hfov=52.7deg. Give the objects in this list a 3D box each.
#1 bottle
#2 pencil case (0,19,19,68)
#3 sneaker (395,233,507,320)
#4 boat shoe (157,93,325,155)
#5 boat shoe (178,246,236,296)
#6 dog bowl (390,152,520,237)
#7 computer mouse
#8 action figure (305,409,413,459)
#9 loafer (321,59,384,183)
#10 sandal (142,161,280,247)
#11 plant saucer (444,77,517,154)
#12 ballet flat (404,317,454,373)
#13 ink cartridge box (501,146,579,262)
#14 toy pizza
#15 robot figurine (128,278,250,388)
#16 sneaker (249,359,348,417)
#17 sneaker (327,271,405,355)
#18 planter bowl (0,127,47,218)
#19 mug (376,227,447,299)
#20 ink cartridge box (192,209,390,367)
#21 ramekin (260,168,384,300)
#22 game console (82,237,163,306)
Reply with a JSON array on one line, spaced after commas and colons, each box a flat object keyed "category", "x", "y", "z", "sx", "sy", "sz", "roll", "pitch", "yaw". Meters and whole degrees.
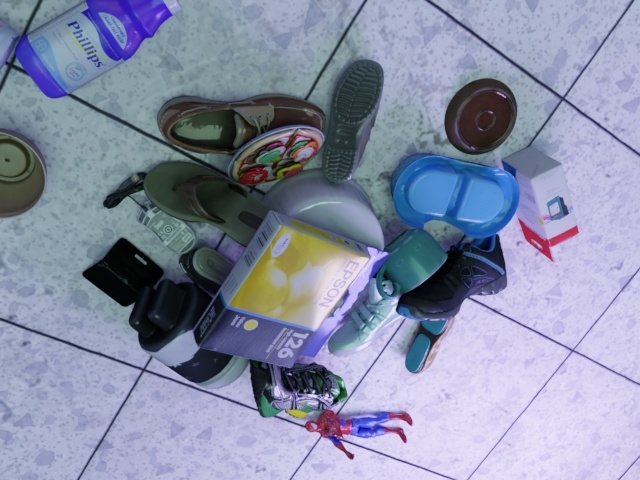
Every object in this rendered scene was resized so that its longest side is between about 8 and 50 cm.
[{"category": "bottle", "x": -0.379, "y": -0.360, "z": 1.122, "sx": 0.283, "sy": 0.092, "sz": 0.118, "roll": -29, "pitch": 122, "yaw": 1}, {"category": "pencil case", "x": -0.635, "y": -0.370, "z": 1.045, "sx": 0.124, "sy": 0.113, "sz": 0.273, "roll": -37, "pitch": 120, "yaw": 27}, {"category": "sneaker", "x": 0.289, "y": 0.078, "z": 1.445, "sx": 0.341, "sy": 0.125, "sz": 0.139, "roll": -21, "pitch": 113, "yaw": -39}, {"category": "boat shoe", "x": -0.145, "y": -0.211, "z": 1.236, "sx": 0.325, "sy": 0.116, "sz": 0.123, "roll": -5, "pitch": 116, "yaw": -11}, {"category": "boat shoe", "x": -0.206, "y": 0.095, "z": 1.403, "sx": 0.079, "sy": 0.084, "sz": 0.233, "roll": -16, "pitch": 134, "yaw": 38}, {"category": "dog bowl", "x": 0.289, "y": -0.104, "z": 1.419, "sx": 0.297, "sy": 0.074, "sz": 0.165, "roll": 9, "pitch": 112, "yaw": -17}, {"category": "computer mouse", "x": -0.335, "y": -0.047, "z": 1.312, "sx": 0.106, "sy": 0.042, "sz": 0.193, "roll": -43, "pitch": 111, "yaw": 3}, {"category": "action figure", "x": 0.102, "y": 0.491, "z": 1.623, "sx": 0.281, "sy": 0.139, "sz": 0.091, "roll": 7, "pitch": 111, "yaw": -14}, {"category": "loafer", "x": 0.062, "y": -0.239, "z": 1.304, "sx": 0.094, "sy": 0.087, "sz": 0.251, "roll": 20, "pitch": 99, "yaw": 6}, {"category": "sandal", "x": -0.199, "y": -0.080, "z": 1.236, "sx": 0.303, "sy": 0.086, "sz": 0.120, "roll": 23, "pitch": 69, "yaw": 12}, {"category": "plant saucer", "x": 0.350, "y": -0.261, "z": 1.386, "sx": 0.169, "sy": 0.029, "sz": 0.168, "roll": -6, "pitch": 116, "yaw": -12}, {"category": "ballet flat", "x": 0.277, "y": 0.223, "z": 1.583, "sx": 0.073, "sy": 0.080, "sz": 0.232, "roll": 2, "pitch": 120, "yaw": -46}, {"category": "ink cartridge box", "x": 0.496, "y": -0.079, "z": 1.447, "sx": 0.078, "sy": 0.134, "sz": 0.231, "roll": -27, "pitch": 119, "yaw": -2}, {"category": "toy pizza", "x": -0.082, "y": -0.156, "z": 1.255, "sx": 0.201, "sy": 0.032, "sz": 0.201, "roll": -21, "pitch": 163, "yaw": -7}, {"category": "robot figurine", "x": -0.266, "y": 0.196, "z": 1.362, "sx": 0.173, "sy": 0.209, "sz": 0.278, "roll": -52, "pitch": 125, "yaw": -10}, {"category": "sneaker", "x": -0.046, "y": 0.311, "z": 1.424, "sx": 0.146, "sy": 0.134, "sz": 0.343, "roll": -19, "pitch": 159, "yaw": 18}, {"category": "sneaker", "x": 0.105, "y": 0.147, "z": 1.478, "sx": 0.256, "sy": 0.094, "sz": 0.151, "roll": -33, "pitch": 124, "yaw": -8}, {"category": "planter bowl", "x": -0.575, "y": -0.134, "z": 1.172, "sx": 0.162, "sy": 0.109, "sz": 0.162, "roll": -5, "pitch": 116, "yaw": -11}, {"category": "mug", "x": 0.184, "y": 0.041, "z": 1.368, "sx": 0.097, "sy": 0.158, "sz": 0.129, "roll": 50, "pitch": 130, "yaw": -2}, {"category": "ink cartridge box", "x": -0.043, "y": 0.115, "z": 1.261, "sx": 0.307, "sy": 0.072, "sz": 0.303, "roll": 20, "pitch": 113, "yaw": -33}, {"category": "ramekin", "x": 0.000, "y": 0.000, "z": 1.362, "sx": 0.277, "sy": 0.135, "sz": 0.277, "roll": -6, "pitch": 116, "yaw": -12}, {"category": "game console", "x": -0.415, "y": 0.069, "z": 1.362, "sx": 0.122, "sy": 0.071, "sz": 0.107, "roll": 45, "pitch": 68, "yaw": -28}]
